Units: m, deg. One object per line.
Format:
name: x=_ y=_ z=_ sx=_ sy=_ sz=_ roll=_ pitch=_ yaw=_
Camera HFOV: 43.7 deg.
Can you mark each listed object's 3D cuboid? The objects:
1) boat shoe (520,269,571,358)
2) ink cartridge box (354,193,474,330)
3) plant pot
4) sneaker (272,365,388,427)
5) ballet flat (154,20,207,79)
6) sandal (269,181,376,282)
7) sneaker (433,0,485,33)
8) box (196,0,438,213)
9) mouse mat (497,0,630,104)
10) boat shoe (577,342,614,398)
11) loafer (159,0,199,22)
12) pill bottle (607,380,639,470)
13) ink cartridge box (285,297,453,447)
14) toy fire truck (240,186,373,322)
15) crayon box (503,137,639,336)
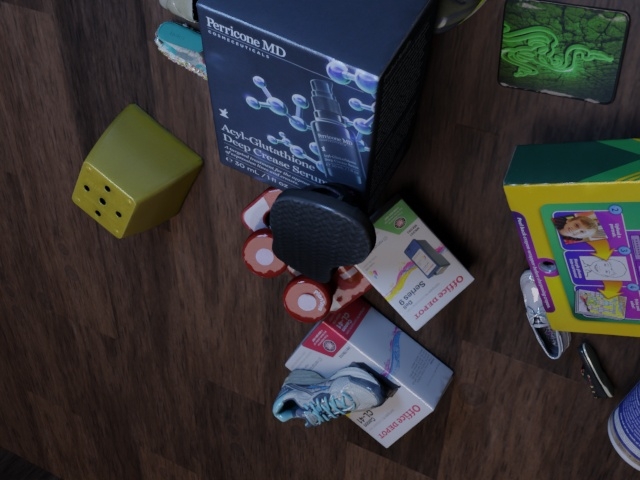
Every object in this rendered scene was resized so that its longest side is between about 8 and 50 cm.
boat shoe: x=0.418 y=0.142 z=1.504 sx=0.066 sy=0.063 sz=0.184 roll=-3 pitch=121 yaw=36
ink cartridge box: x=0.165 y=0.041 z=1.527 sx=0.154 sy=0.093 sz=0.212 roll=-42 pitch=99 yaw=5
plant pot: x=-0.422 y=-0.133 z=1.766 sx=0.212 sy=0.187 sz=0.212 roll=39 pitch=137 yaw=2
sneaker: x=0.017 y=0.351 z=1.710 sx=0.283 sy=0.122 sz=0.110 roll=-12 pitch=115 yaw=40
ballet flat: x=-0.213 y=-0.348 z=1.547 sx=0.241 sy=0.091 sz=0.077 roll=34 pitch=166 yaw=13
sandal: x=-0.001 y=-0.029 z=1.346 sx=0.167 sy=0.107 sz=0.446 roll=32 pitch=166 yaw=-4
sneaker: x=0.223 y=-0.413 z=1.157 sx=0.111 sy=0.121 sz=0.300 roll=40 pitch=136 yaw=1
box: x=-0.004 y=-0.252 z=1.291 sx=0.293 sy=0.212 sz=0.395 roll=25 pitch=152 yaw=13
mouse mat: x=0.370 y=-0.293 z=1.237 sx=0.189 sy=0.007 sz=0.153 roll=16 pitch=131 yaw=24
boat shoe: x=0.520 y=0.252 z=1.533 sx=0.042 sy=0.049 sz=0.133 roll=-17 pitch=117 yaw=33
loafer: x=-0.202 y=-0.488 z=1.409 sx=0.092 sy=0.102 sz=0.268 roll=41 pitch=145 yaw=-2
pill bottle: x=0.634 y=0.288 z=1.410 sx=0.153 sy=0.153 sz=0.265 roll=29 pitch=135 yaw=12
ink cartridge box: x=0.105 y=0.287 z=1.782 sx=0.306 sy=0.131 sz=0.226 roll=39 pitch=136 yaw=3
toy fire truck: x=0.000 y=0.000 z=1.629 sx=0.254 sy=0.169 sz=0.302 roll=-38 pitch=100 yaw=21
crayon box: x=0.494 y=0.006 z=1.272 sx=0.313 sy=0.106 sz=0.363 roll=0 pitch=136 yaw=32
